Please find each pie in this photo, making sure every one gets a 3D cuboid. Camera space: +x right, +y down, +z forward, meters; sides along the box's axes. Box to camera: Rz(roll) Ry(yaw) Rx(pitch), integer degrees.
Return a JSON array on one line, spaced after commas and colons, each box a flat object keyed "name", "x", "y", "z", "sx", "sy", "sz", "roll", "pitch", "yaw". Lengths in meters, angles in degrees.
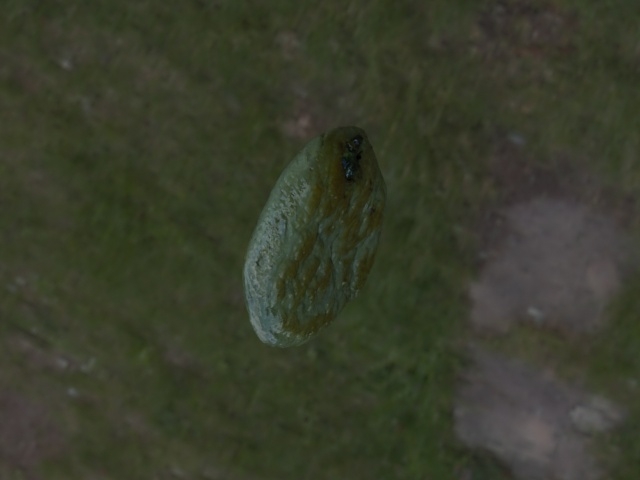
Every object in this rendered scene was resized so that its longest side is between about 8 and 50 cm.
[{"name": "pie", "x": 0.000, "y": 0.000, "z": 0.573, "sx": 0.017, "sy": 0.085, "sz": 0.085, "roll": 23, "pitch": 148, "yaw": 22}]
